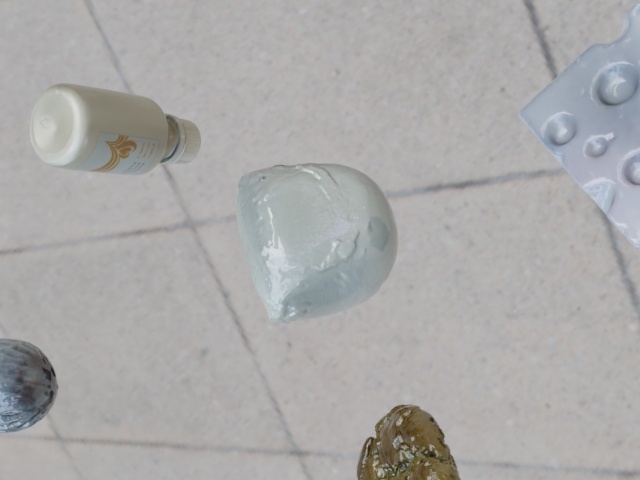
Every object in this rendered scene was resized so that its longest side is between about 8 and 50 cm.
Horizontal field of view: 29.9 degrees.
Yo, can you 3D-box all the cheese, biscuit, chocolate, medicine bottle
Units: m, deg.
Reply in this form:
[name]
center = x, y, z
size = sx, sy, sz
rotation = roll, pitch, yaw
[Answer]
[cheese]
center = 0.000, 0.000, 1.438
size = 0.154, 0.189, 0.198
rotation = 90, 166, -60
[biscuit]
center = 0.079, 0.265, 1.153
size = 0.226, 0.042, 0.226
rotation = -178, 90, -72
[chocolate]
center = -0.272, 0.105, 0.887
size = 0.167, 0.072, 0.072
rotation = 3, 122, 18
[medicine bottle]
center = -0.271, -0.147, 1.650
size = 0.114, 0.252, 0.114
rotation = -1, 89, 36

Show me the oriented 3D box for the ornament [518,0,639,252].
[ornament]
center = 0.422, -0.108, 1.368
size = 0.239, 0.240, 0.239
rotation = -43, 51, 13
